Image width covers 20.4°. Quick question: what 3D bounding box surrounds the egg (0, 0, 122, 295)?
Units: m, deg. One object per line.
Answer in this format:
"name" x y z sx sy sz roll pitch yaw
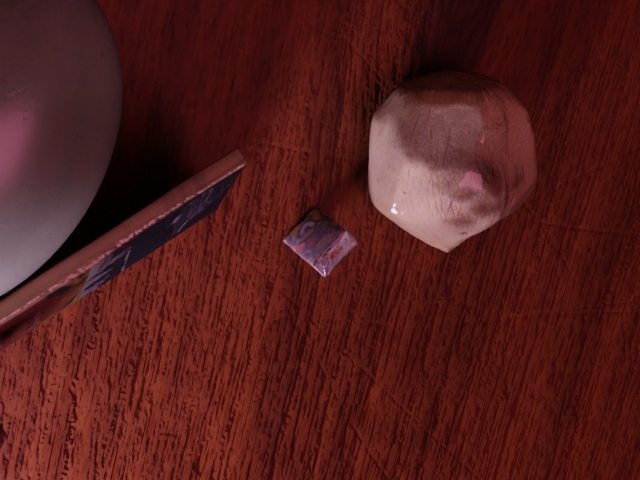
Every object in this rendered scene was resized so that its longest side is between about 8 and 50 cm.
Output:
"egg" -0.354 -0.102 1.795 0.276 0.276 0.389 22 100 -37

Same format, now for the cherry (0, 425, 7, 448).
"cherry" -0.452 0.204 1.890 0.249 0.192 0.175 2 87 10

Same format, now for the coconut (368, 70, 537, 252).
"coconut" 0.160 -0.092 2.166 0.224 0.224 0.224 -13 118 -26

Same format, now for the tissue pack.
"tissue pack" 0.000 0.000 2.179 0.063 0.083 0.035 -46 125 -4

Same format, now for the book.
"book" -0.252 0.031 1.958 0.374 0.262 0.028 -34 88 -14
